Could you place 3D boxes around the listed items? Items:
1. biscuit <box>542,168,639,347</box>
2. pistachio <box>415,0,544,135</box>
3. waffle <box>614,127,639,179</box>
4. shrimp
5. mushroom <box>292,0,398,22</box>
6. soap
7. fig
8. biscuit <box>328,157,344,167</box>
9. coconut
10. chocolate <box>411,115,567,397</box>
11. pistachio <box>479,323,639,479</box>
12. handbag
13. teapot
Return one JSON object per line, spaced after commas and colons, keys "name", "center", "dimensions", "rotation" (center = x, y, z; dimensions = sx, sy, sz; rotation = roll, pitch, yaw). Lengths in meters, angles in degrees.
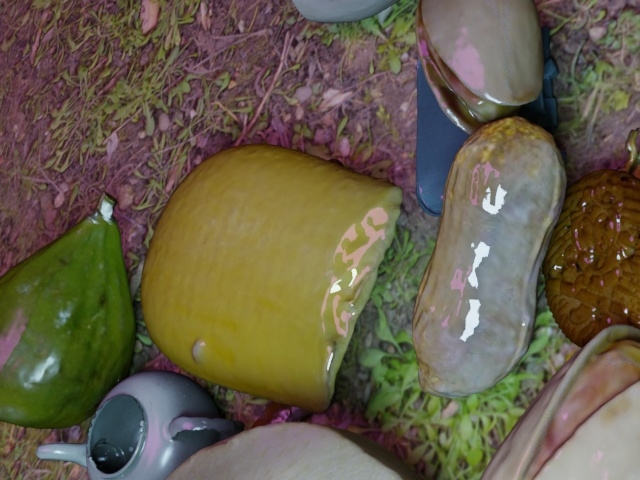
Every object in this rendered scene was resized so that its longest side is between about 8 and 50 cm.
{"name": "biscuit", "center": [0.281, 0.021, 1.178], "dimensions": [0.188, 0.027, 0.188], "rotation": [-176, 90, -65]}
{"name": "pistachio", "center": [0.172, -0.215, 1.280], "dimensions": [0.144, 0.144, 0.215], "rotation": [-27, 52, 30]}
{"name": "waffle", "center": [0.390, -0.050, 1.145], "dimensions": [0.262, 0.060, 0.280], "rotation": [-34, 52, 25]}
{"name": "shrimp", "center": [-0.021, 0.251, 1.393], "dimensions": [0.166, 0.049, 0.161], "rotation": [-47, 46, 5]}
{"name": "mushroom", "center": [0.096, -0.373, 1.507], "dimensions": [0.329, 0.122, 0.159], "rotation": [-6, 77, 39]}
{"name": "soap", "center": [-0.072, 0.035, 1.431], "dimensions": [0.427, 0.115, 0.306], "rotation": [18, 90, 47]}
{"name": "fig", "center": [-0.342, 0.118, 1.614], "dimensions": [0.314, 0.233, 0.233], "rotation": [-40, 49, 8]}
{"name": "biscuit", "center": [0.002, 0.001, 1.482], "dimensions": [0.182, 0.034, 0.215], "rotation": [3, 75, 44]}
{"name": "coconut", "center": [-0.035, 0.338, 1.150], "dimensions": [0.352, 0.352, 0.352], "rotation": [-18, 60, 35]}
{"name": "chocolate", "center": [0.176, 0.024, 1.223], "dimensions": [0.134, 0.134, 0.309], "rotation": [27, 107, 45]}
{"name": "pistachio", "center": [0.242, 0.220, 1.070], "dimensions": [0.187, 0.187, 0.299], "rotation": [29, 87, 45]}
{"name": "handbag", "center": [0.196, -0.137, 1.354], "dimensions": [0.179, 0.062, 0.229], "rotation": [-14, 64, 36]}
{"name": "teapot", "center": [-0.219, 0.258, 1.497], "dimensions": [0.294, 0.129, 0.193], "rotation": [-18, 62, 36]}
